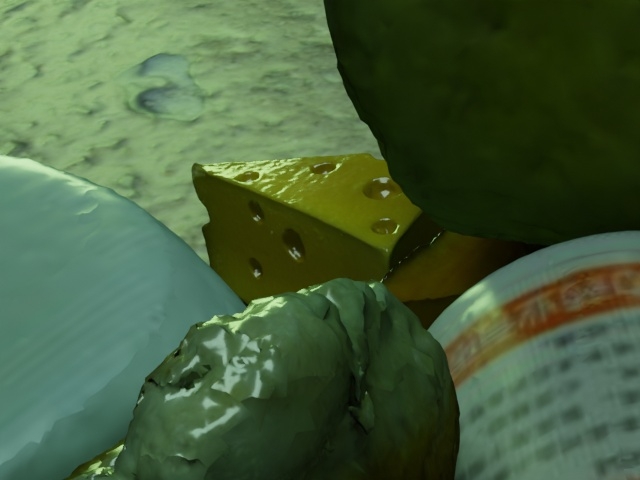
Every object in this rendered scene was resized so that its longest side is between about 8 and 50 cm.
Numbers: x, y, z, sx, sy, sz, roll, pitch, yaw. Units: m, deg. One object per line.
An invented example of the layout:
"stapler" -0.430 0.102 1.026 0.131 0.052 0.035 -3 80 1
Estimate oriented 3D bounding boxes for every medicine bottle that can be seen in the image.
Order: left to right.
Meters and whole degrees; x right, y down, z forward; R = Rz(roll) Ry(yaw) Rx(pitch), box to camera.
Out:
"medicine bottle" 0.131 0.173 0.551 0.211 0.211 0.371 -7 31 4

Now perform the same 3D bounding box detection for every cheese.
"cheese" 0.000 0.000 0.979 0.171 0.093 0.126 9 36 29

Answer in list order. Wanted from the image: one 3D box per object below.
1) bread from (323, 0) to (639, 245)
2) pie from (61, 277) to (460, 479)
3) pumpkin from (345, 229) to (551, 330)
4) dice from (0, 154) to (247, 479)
"bread" 0.179 -0.142 0.716 0.307 0.348 0.348 -6 30 23
"pie" -0.041 0.139 0.511 0.105 0.257 0.274 25 69 24
"pumpkin" 0.106 0.032 0.870 0.248 0.131 0.126 -12 40 -13
"dice" -0.165 0.138 0.640 0.264 0.263 0.268 18 42 36
